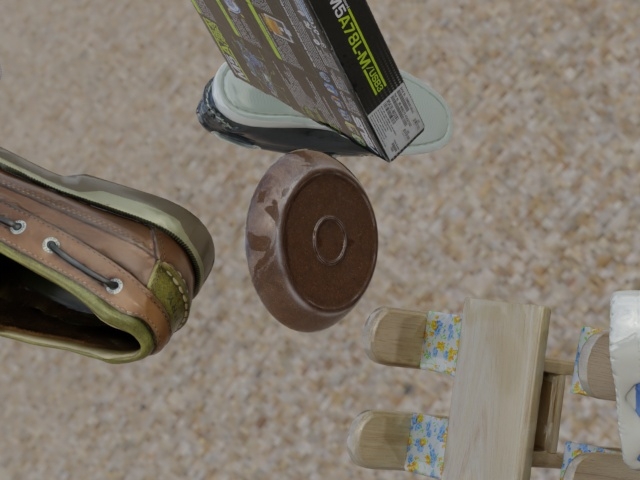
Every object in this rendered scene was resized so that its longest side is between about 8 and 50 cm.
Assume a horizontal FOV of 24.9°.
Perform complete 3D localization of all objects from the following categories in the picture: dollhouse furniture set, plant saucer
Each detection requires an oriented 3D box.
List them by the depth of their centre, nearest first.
[{"bbox_3d":[0.090,0.157,0.944,0.212,0.161,0.242,4,86,52],"label":"dollhouse furniture set"},{"bbox_3d":[0.000,0.000,1.314,0.029,0.168,0.168,-2,53,44],"label":"plant saucer"}]

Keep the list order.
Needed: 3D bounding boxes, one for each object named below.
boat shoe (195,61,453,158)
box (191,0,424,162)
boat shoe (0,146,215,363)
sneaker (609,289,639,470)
[{"bbox_3d":[0.006,-0.148,1.677,0.091,0.303,0.114,143,134,-59],"label":"boat shoe"},{"bbox_3d":[-0.029,-0.157,0.997,0.045,0.190,0.184,-43,47,-12],"label":"box"},{"bbox_3d":[-0.229,0.002,0.945,0.307,0.110,0.104,10,44,16],"label":"boat shoe"},{"bbox_3d":[0.201,0.078,0.768,0.085,0.152,0.058,-1,51,16],"label":"sneaker"}]
